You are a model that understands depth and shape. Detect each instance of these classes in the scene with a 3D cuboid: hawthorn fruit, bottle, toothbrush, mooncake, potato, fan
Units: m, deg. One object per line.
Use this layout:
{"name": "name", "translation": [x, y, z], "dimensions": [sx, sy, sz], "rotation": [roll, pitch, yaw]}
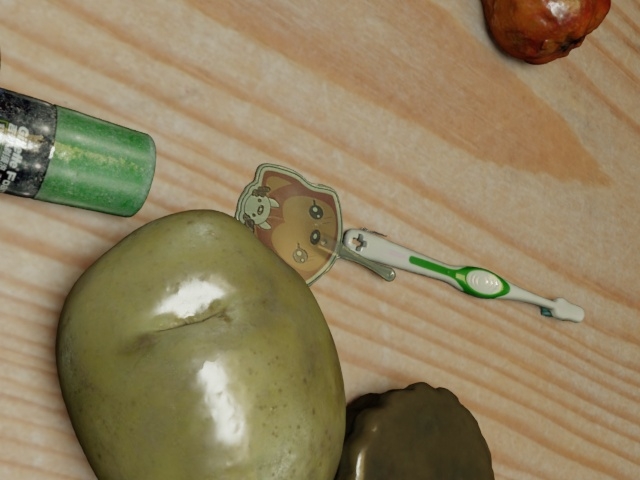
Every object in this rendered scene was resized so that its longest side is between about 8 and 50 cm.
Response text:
{"name": "hawthorn fruit", "translation": [0.307, -0.337, 1.073], "dimensions": [0.179, 0.173, 0.173], "rotation": [31, 67, 1]}
{"name": "bottle", "translation": [-0.313, -0.096, 0.669], "dimensions": [0.330, 0.093, 0.093], "rotation": [14, 77, -31]}
{"name": "toothbrush", "translation": [0.205, 0.053, 1.023], "dimensions": [0.417, 0.040, 0.042], "rotation": [18, 77, -30]}
{"name": "mooncake", "translation": [0.089, 0.279, 0.878], "dimensions": [0.228, 0.124, 0.228], "rotation": [8, 75, -34]}
{"name": "potato", "translation": [-0.100, 0.141, 0.708], "dimensions": [0.243, 0.221, 0.326], "rotation": [-22, 87, -43]}
{"name": "fan", "translation": [0.000, 0.000, 0.899], "dimensions": [0.220, 0.009, 0.132], "rotation": [27, 73, -20]}
